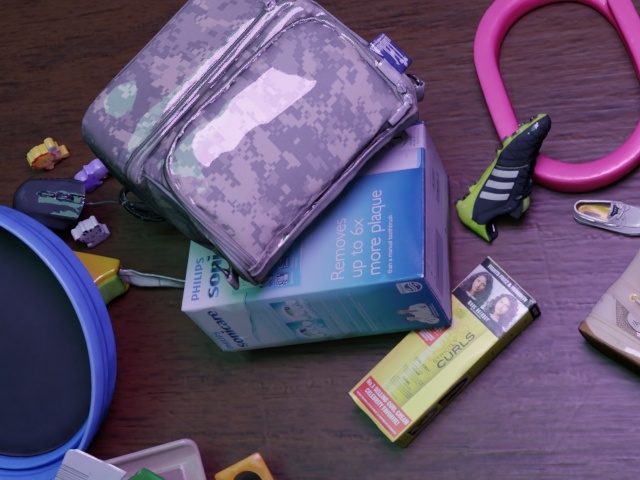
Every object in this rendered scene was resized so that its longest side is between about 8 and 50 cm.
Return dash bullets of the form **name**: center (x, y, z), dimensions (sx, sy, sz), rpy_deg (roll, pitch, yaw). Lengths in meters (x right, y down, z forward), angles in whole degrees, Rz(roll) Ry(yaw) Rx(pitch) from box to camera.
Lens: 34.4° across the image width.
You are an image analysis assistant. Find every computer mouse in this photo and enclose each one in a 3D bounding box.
- **computer mouse**: center (-0.309, -0.053, 1.381), dimensions (0.242, 0.041, 0.071), rpy_deg (0, 70, 17)

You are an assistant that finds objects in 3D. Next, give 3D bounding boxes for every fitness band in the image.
- **fitness band**: center (0.305, -0.199, 1.271), dimensions (0.209, 0.054, 0.291), rpy_deg (-20, 67, 12)

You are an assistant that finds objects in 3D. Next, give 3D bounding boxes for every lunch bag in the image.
- **lunch bag**: center (-0.067, -0.126, 1.152), dimensions (0.256, 0.212, 0.305), rpy_deg (40, 82, 20)

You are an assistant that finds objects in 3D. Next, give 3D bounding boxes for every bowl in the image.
- **bowl**: center (-0.433, 0.136, 1.312), dimensions (0.391, 0.077, 0.391), rpy_deg (5, 105, 20)

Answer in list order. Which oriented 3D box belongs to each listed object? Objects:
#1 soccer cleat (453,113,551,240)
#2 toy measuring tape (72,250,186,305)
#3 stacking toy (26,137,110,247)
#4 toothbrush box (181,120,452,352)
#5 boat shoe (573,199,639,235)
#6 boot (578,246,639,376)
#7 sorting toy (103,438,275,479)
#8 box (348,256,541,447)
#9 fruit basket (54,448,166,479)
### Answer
- **soccer cleat**: center (0.229, -0.074, 1.222), dimensions (0.072, 0.060, 0.179), rpy_deg (44, 130, 13)
- **toy measuring tape**: center (-0.287, 0.084, 1.354), dimensions (0.330, 0.121, 0.121), rpy_deg (10, 77, 12)
- **stacking toy**: center (-0.288, -0.115, 1.445), dimensions (0.221, 0.052, 0.167), rpy_deg (-35, 66, 5)
- **toothbrush box**: center (0.000, 0.000, 1.240), dimensions (0.295, 0.126, 0.216), rpy_deg (-9, 56, 20)
- **boat shoe**: center (0.346, -0.030, 1.214), dimensions (0.100, 0.035, 0.035), rpy_deg (13, 78, 22)
- **boot**: center (0.442, 0.083, 1.118), dimensions (0.262, 0.095, 0.203), rpy_deg (30, 84, 28)
- **sorting toy**: center (-0.209, 0.354, 1.260), dimensions (0.347, 0.047, 0.196), rpy_deg (-16, 85, 6)
- **box**: center (0.147, 0.132, 1.218), dimensions (0.232, 0.058, 0.087), rpy_deg (-44, 65, 2)
- **fruit basket**: center (-0.208, 0.453, 1.176), dimensions (0.327, 0.165, 0.353), rpy_deg (27, 106, 7)
